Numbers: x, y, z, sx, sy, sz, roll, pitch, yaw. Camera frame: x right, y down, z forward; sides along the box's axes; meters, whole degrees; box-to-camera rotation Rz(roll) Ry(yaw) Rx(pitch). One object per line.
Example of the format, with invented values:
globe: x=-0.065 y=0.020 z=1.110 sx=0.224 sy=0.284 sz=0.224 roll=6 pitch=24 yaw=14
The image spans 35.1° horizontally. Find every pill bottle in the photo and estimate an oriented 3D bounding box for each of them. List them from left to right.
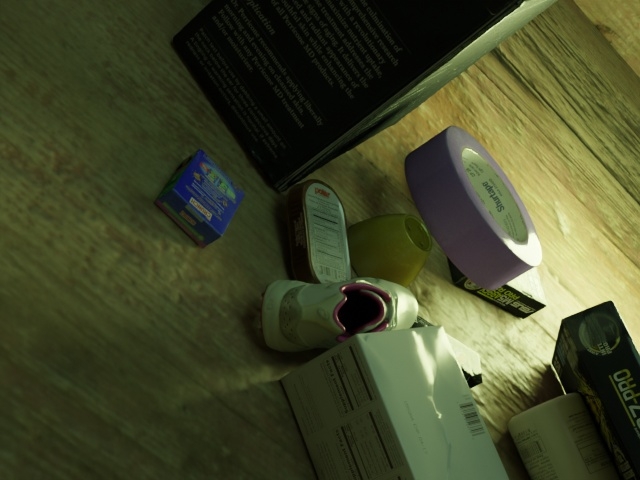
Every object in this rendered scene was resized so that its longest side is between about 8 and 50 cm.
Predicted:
pill bottle: x=0.402 y=0.371 z=1.616 sx=0.131 sy=0.131 sz=0.229 roll=2 pitch=60 yaw=-52

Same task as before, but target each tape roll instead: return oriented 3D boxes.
tape roll: x=0.258 y=-0.055 z=1.701 sx=0.275 sy=0.090 sz=0.274 roll=43 pitch=27 yaw=-28

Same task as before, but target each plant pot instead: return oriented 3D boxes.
plant pot: x=0.119 y=0.010 z=1.598 sx=0.134 sy=0.095 sz=0.134 roll=34 pitch=38 yaw=-32

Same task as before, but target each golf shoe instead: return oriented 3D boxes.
golf shoe: x=0.058 y=0.105 z=1.375 sx=0.306 sy=0.140 sz=0.115 roll=-1 pitch=87 yaw=-50

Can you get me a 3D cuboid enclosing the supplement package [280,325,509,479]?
supplement package: x=0.103 y=0.261 z=1.308 sx=0.204 sy=0.145 sz=0.261 roll=2 pitch=61 yaw=-52

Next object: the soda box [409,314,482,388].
soda box: x=0.177 y=0.176 z=1.566 sx=0.169 sy=0.053 sz=0.060 roll=32 pitch=40 yaw=-32

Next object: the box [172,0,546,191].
box: x=0.115 y=-0.370 z=1.578 sx=0.297 sy=0.472 sz=0.480 roll=56 pitch=32 yaw=-1

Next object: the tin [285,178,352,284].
tin: x=0.000 y=0.000 z=1.477 sx=0.106 sy=0.040 sz=0.189 roll=22 pitch=56 yaw=-51

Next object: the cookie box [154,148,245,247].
cookie box: x=-0.158 y=-0.057 z=1.343 sx=0.092 sy=0.040 sz=0.107 roll=46 pitch=33 yaw=-16

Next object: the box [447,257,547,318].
box: x=0.312 y=-0.007 z=1.902 sx=0.216 sy=0.060 sz=0.270 roll=25 pitch=43 yaw=-38

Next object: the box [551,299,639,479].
box: x=0.495 y=0.294 z=1.672 sx=0.395 sy=0.097 sz=0.318 roll=59 pitch=11 yaw=-71
